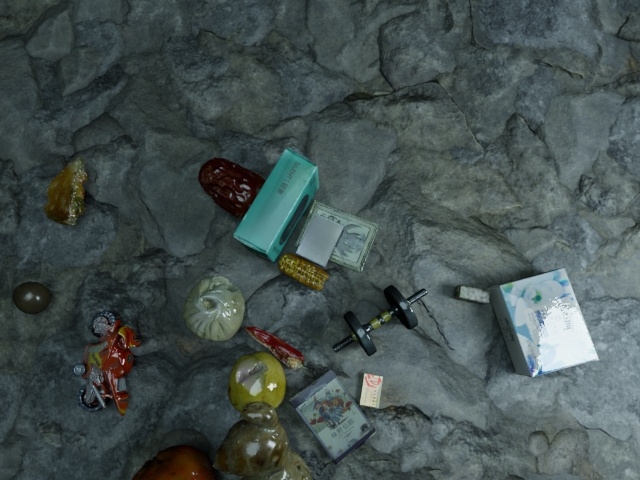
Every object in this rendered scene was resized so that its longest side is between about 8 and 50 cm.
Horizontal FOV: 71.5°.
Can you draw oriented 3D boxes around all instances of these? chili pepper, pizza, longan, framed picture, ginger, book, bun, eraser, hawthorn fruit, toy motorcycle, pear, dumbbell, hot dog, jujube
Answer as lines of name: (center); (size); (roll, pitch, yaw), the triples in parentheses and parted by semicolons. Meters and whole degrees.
chili pepper: (-0.119, 0.332, 1.352); (0.268, 0.050, 0.059); (32, 125, 8)
pizza: (-0.821, -0.153, 1.452); (0.147, 0.069, 0.226); (-6, 74, 22)
longan: (-0.894, 0.179, 1.373); (0.114, 0.092, 0.113); (9, 121, 16)
framed picture: (0.053, -0.015, 1.435); (0.232, 0.010, 0.172); (21, 79, 5)
ginger: (-0.158, 0.608, 1.198); (0.256, 0.176, 0.375); (-12, 107, -7)
book: (0.037, 0.519, 1.312); (0.157, 0.026, 0.231); (-36, 86, -6)
bun: (-0.319, 0.201, 1.340); (0.179, 0.128, 0.193); (19, 77, 6)
eraser: (0.000, 0.000, 1.406); (0.104, 0.023, 0.150); (26, 74, 3)
hawthorn fruit: (-0.378, 0.689, 1.206); (0.224, 0.224, 0.261); (-40, 97, -7)
toy motorcycle: (-0.632, 0.363, 1.330); (0.171, 0.089, 0.297); (3, 79, 1)
pear: (-0.181, 0.405, 1.276); (0.178, 0.178, 0.177); (0, 79, 1)
dumbbell: (0.177, 0.235, 1.316); (0.326, 0.143, 0.143); (-32, 80, -5)
hot dog: (-0.057, 0.095, 1.397); (0.165, 0.045, 0.071); (28, 81, 6)
jujube: (-0.274, -0.168, 1.406); (0.230, 0.155, 0.155); (32, 81, 15)

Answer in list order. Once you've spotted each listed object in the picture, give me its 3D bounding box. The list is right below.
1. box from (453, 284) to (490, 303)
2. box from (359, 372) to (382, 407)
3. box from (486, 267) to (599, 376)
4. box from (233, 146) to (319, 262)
box: (0.466, 0.166, 1.366); (0.098, 0.062, 0.044); (10, 78, 4)
box: (0.153, 0.451, 1.338); (0.058, 0.015, 0.093); (9, 79, 1)
box: (0.652, 0.242, 1.321); (0.203, 0.116, 0.274); (-14, 79, -3)
box: (-0.124, -0.098, 1.357); (0.118, 0.205, 0.311); (29, 80, 4)
